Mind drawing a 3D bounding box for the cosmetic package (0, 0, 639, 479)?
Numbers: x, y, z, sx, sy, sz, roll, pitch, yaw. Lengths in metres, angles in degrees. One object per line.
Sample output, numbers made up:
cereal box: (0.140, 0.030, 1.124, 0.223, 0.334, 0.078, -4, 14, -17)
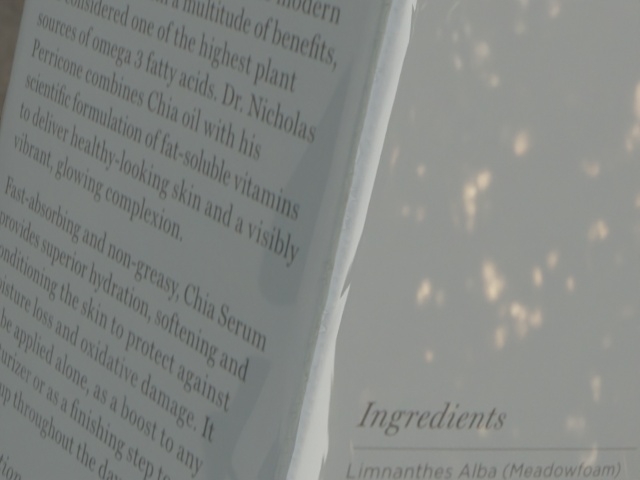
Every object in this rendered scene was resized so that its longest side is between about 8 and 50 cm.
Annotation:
cosmetic package: (0.000, 0.000, 0.650, 0.161, 0.453, 0.230, 5, 14, -36)
